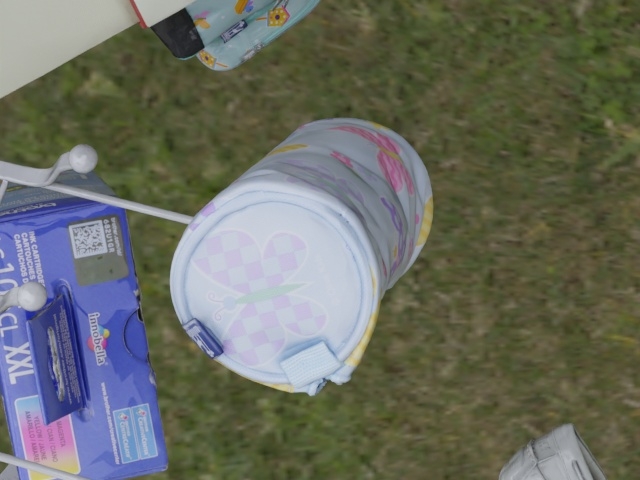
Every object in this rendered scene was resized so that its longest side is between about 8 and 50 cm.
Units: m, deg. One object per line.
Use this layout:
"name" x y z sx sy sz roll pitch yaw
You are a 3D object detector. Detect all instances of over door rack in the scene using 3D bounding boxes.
"over door rack" -0.165 0.064 1.265 0.324 0.108 0.239 18 74 2

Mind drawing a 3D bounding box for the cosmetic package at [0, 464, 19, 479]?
"cosmetic package" -0.264 0.339 1.928 0.239 0.099 0.060 28 120 6

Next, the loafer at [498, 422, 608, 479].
"loafer" 0.314 0.323 1.727 0.111 0.112 0.319 -42 93 16

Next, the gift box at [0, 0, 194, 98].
"gift box" -0.241 -0.253 1.110 0.258 0.255 0.276 -29 38 -7

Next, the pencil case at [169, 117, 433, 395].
"pencil case" 0.000 0.000 1.038 0.113 0.273 0.124 -41 94 16

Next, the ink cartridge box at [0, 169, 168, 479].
"ink cartridge box" -0.254 0.082 1.710 0.395 0.151 0.270 -152 52 -74

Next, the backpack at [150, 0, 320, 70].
"backpack" -0.069 -0.239 1.349 0.188 0.144 0.166 -39 45 2
